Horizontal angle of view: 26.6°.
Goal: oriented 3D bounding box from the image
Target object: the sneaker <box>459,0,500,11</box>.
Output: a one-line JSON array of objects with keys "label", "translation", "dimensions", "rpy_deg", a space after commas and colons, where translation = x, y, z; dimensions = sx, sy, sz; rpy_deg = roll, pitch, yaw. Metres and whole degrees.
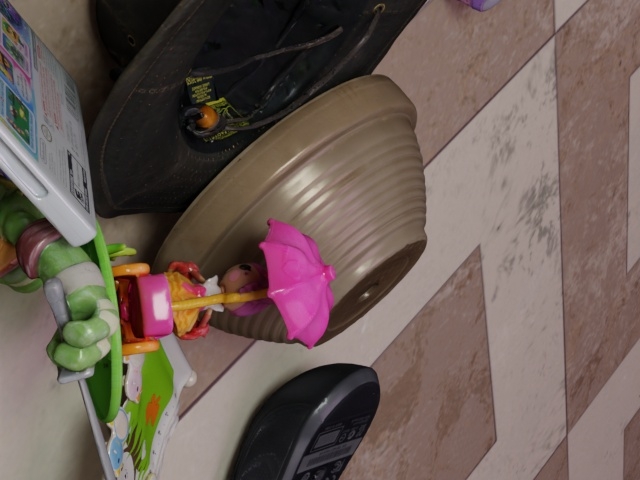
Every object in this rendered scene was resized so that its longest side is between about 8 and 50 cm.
[{"label": "sneaker", "translation": [0.188, -0.281, 1.217], "dimensions": [0.236, 0.095, 0.105], "rpy_deg": [-37, 144, -32]}]

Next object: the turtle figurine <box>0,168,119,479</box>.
[{"label": "turtle figurine", "translation": [-0.218, 0.050, 0.699], "dimensions": [0.266, 0.197, 0.275], "rpy_deg": [28, 83, -63]}]

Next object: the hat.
[{"label": "hat", "translation": [-0.049, -0.165, 0.858], "dimensions": [0.331, 0.134, 0.331], "rpy_deg": [-36, 163, -13]}]

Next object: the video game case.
[{"label": "video game case", "translation": [-0.171, -0.089, 0.718], "dimensions": [0.019, 0.157, 0.143], "rpy_deg": [-30, 128, 9]}]

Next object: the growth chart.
[{"label": "growth chart", "translation": [-0.133, 0.172, 0.987], "dimensions": [0.172, 0.021, 0.237], "rpy_deg": [69, 30, -70]}]

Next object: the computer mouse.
[{"label": "computer mouse", "translation": [-0.043, 0.212, 1.200], "dimensions": [0.188, 0.072, 0.272], "rpy_deg": [3, 119, -59]}]

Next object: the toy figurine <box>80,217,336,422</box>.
[{"label": "toy figurine", "translation": [-0.072, 0.039, 0.856], "dimensions": [0.159, 0.173, 0.130], "rpy_deg": [-6, 85, -20]}]

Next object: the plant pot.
[{"label": "plant pot", "translation": [0.000, 0.000, 0.990], "dimensions": [0.237, 0.110, 0.237], "rpy_deg": [-40, 167, -11]}]
